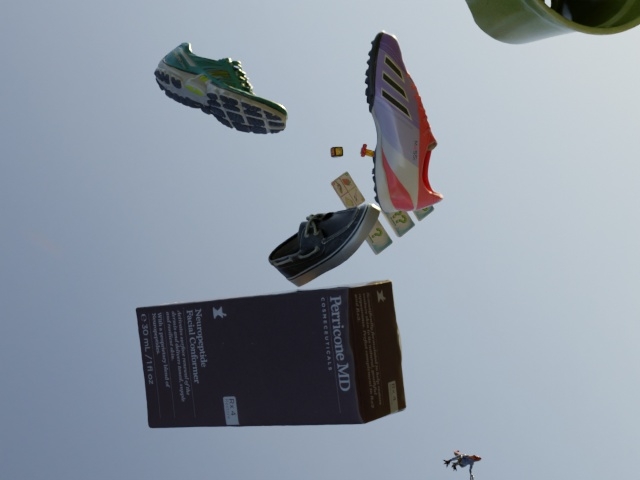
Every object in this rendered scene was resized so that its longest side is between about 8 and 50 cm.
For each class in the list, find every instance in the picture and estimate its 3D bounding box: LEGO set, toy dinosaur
[{"bbox_3d":[0.127,-0.119,2.229,0.182,0.060,0.244,-37,-80,-22],"label":"LEGO set"},{"bbox_3d":[0.269,0.406,1.971,0.047,0.082,0.090,41,-141,-22],"label":"toy dinosaur"}]

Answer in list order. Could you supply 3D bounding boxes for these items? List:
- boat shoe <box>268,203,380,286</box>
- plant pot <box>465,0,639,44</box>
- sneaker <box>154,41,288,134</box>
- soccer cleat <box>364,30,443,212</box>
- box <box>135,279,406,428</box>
[{"bbox_3d":[0.000,0.000,1.525,0.070,0.219,0.077,37,-133,-16],"label":"boat shoe"},{"bbox_3d":[0.351,-0.418,1.616,0.276,0.254,0.276,2,-95,-17],"label":"plant pot"},{"bbox_3d":[-0.173,-0.285,1.926,0.110,0.275,0.107,-56,-16,-21],"label":"sneaker"},{"bbox_3d":[0.148,-0.209,1.846,0.109,0.117,0.318,-11,-83,-70],"label":"soccer cleat"},{"bbox_3d":[-0.078,0.171,1.540,0.143,0.382,0.191,-4,-94,-61],"label":"box"}]
